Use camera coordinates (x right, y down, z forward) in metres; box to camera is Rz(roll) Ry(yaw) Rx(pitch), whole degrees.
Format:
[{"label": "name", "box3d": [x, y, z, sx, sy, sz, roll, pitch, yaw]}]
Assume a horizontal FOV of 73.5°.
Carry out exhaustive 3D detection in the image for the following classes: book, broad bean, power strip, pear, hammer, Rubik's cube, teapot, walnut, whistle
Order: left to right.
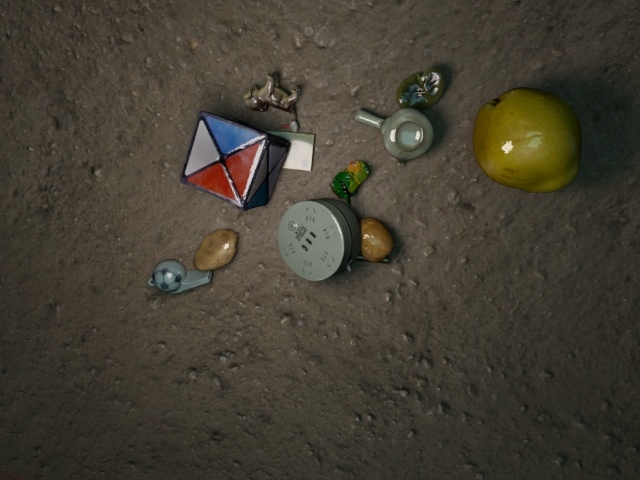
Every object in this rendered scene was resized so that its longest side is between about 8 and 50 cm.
[{"label": "whistle", "box3d": [-0.658, 0.152, 1.963, 0.289, 0.163, 0.164, -19, 99, 8]}, {"label": "Rubik's cube", "box3d": [-0.336, -0.320, 1.740, 0.305, 0.310, 0.307, 21, 103, 6]}, {"label": "book", "box3d": [-0.146, -0.391, 1.866, 0.230, 0.026, 0.161, 7, 101, 4]}, {"label": "hammer", "box3d": [-0.134, -0.488, 1.836, 0.083, 0.031, 0.053, 4, 125, 29]}, {"label": "power strip", "box3d": [0.000, 0.000, 1.792, 0.357, 0.161, 0.358, 7, 103, 32]}, {"label": "walnut", "box3d": [0.222, -0.003, 1.840, 0.165, 0.165, 0.197, -42, 97, 12]}, {"label": "teapot", "box3d": [0.311, -0.467, 1.743, 0.318, 0.149, 0.220, 45, 109, -5]}, {"label": "broad bean", "box3d": [0.413, -0.613, 1.752, 0.206, 0.072, 0.153, -34, 94, 23]}, {"label": "pear", "box3d": [0.775, -0.371, 1.620, 0.362, 0.362, 0.418, -41, 100, 12]}]

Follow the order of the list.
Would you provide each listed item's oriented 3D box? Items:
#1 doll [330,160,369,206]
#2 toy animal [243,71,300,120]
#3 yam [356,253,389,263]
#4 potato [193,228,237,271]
[{"label": "doll", "box3d": [0.127, -0.253, 1.820, 0.134, 0.106, 0.186, 34, 87, 39]}, {"label": "toy animal", "box3d": [-0.196, -0.604, 1.786, 0.233, 0.121, 0.169, 16, 119, -8]}, {"label": "yam", "box3d": [0.144, 0.076, 1.923, 0.326, 0.045, 0.045, 5, 132, 4]}, {"label": "potato", "box3d": [-0.464, 0.050, 1.934, 0.161, 0.128, 0.235, 33, 90, 20]}]
